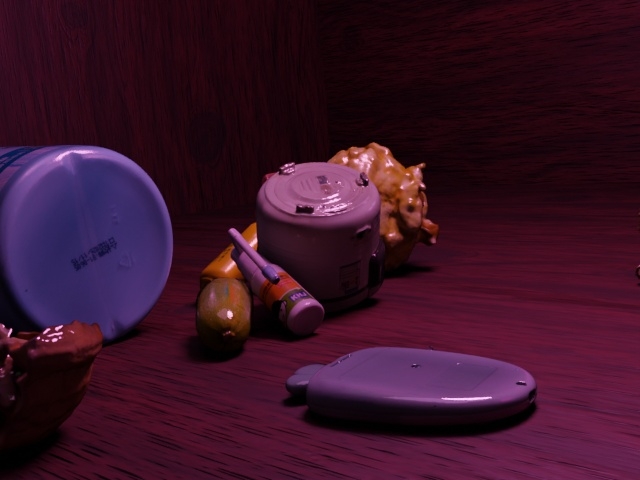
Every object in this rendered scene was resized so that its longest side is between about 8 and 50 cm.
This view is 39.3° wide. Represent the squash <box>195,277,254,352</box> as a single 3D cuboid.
[{"bbox_3d":[-0.145,0.114,1.347,0.095,0.095,0.188,-6,8,-4],"label":"squash"}]

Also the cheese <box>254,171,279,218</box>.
[{"bbox_3d":[-0.106,-0.052,2.358,0.128,0.203,0.177,-14,-17,-39],"label":"cheese"}]

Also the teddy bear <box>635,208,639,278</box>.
[{"bbox_3d":[0.589,0.013,1.446,0.182,0.129,0.251,-44,20,20],"label":"teddy bear"}]

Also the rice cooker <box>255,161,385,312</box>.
[{"bbox_3d":[0.000,0.000,1.538,0.226,0.244,0.226,0,30,0],"label":"rice cooker"}]

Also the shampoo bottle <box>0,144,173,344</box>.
[{"bbox_3d":[-0.472,0.006,1.509,0.343,0.331,0.331,4,12,44],"label":"shampoo bottle"}]

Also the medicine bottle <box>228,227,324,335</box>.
[{"bbox_3d":[-0.081,0.060,1.416,0.061,0.092,0.221,-34,43,-15],"label":"medicine bottle"}]

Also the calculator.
[{"bbox_3d":[0.092,0.161,1.007,0.299,0.041,0.185,1,10,32],"label":"calculator"}]

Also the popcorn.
[{"bbox_3d":[0.108,-0.061,1.816,0.224,0.270,0.258,-51,2,-43],"label":"popcorn"}]

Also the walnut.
[{"bbox_3d":[-0.351,0.162,0.983,0.238,0.141,0.204,-7,-3,3],"label":"walnut"}]

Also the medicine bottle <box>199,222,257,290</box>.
[{"bbox_3d":[-0.116,0.000,1.742,0.309,0.076,0.111,-47,7,-32],"label":"medicine bottle"}]
